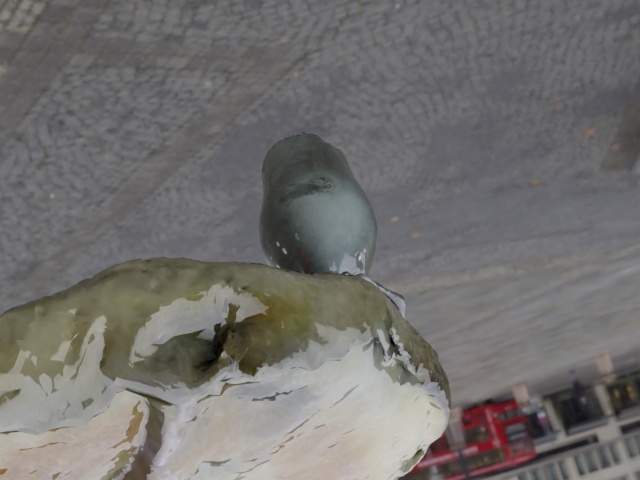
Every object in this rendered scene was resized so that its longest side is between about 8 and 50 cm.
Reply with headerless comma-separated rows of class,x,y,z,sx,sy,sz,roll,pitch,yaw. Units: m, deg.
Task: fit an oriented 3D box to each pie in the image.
pie,-0.085,0.124,0.524,0.337,0.075,0.338,-19,148,-12

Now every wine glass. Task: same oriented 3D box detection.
wine glass,0.000,0.000,0.824,0.103,0.222,0.103,-5,127,-6
